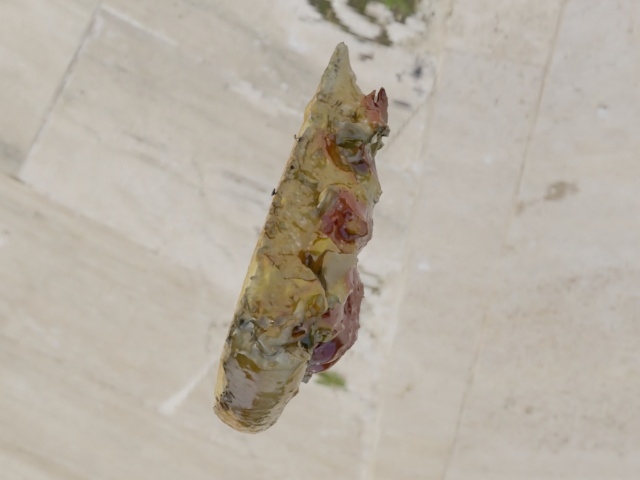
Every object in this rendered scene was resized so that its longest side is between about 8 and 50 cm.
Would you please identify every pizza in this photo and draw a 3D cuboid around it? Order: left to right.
[{"bbox_3d":[0.000,0.000,0.665,0.062,0.199,0.188,17,171,-3],"label":"pizza"}]
